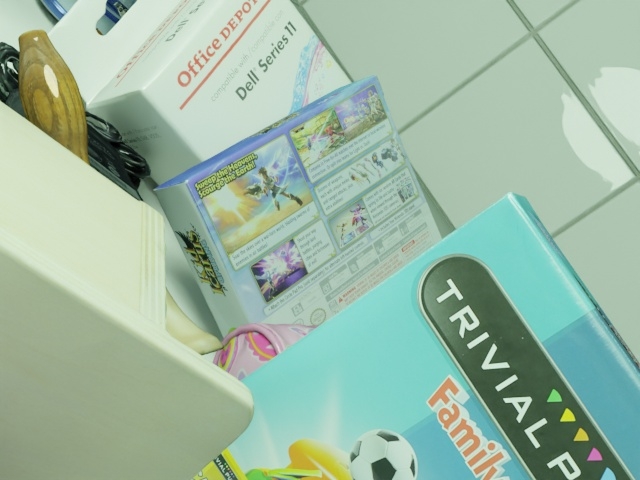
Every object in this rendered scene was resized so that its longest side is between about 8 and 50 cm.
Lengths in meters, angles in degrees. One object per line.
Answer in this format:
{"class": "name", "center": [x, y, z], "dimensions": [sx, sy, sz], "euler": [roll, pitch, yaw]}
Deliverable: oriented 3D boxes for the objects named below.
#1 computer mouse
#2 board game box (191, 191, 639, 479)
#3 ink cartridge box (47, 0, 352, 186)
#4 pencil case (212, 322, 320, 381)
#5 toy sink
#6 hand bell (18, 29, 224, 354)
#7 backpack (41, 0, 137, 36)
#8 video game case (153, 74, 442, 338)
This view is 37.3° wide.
{"class": "computer mouse", "center": [-0.213, -0.055, 0.796], "dimensions": [0.188, 0.072, 0.272], "euler": [43, 6, -31]}
{"class": "board game box", "center": [0.044, 0.173, 0.534], "dimensions": [0.254, 0.336, 0.079], "euler": [56, 15, 10]}
{"class": "ink cartridge box", "center": [-0.090, -0.141, 0.985], "dimensions": [0.119, 0.207, 0.353], "euler": [-1, -42, 50]}
{"class": "pencil case", "center": [0.038, 0.133, 0.828], "dimensions": [0.284, 0.124, 0.124], "euler": [5, 46, -39]}
{"class": "toy sink", "center": [-0.168, 0.037, 0.493], "dimensions": [0.234, 0.153, 0.131], "euler": [37, 20, -28]}
{"class": "hand bell", "center": [-0.160, -0.024, 0.635], "dimensions": [0.126, 0.126, 0.242], "euler": [-1, 72, -72]}
{"class": "backpack", "center": [-0.223, -0.335, 1.110], "dimensions": [0.263, 0.213, 0.276], "euler": [49, 5, -42]}
{"class": "video game case", "center": [0.000, 0.000, 0.931], "dimensions": [0.269, 0.061, 0.244], "euler": [-34, 108, -38]}
